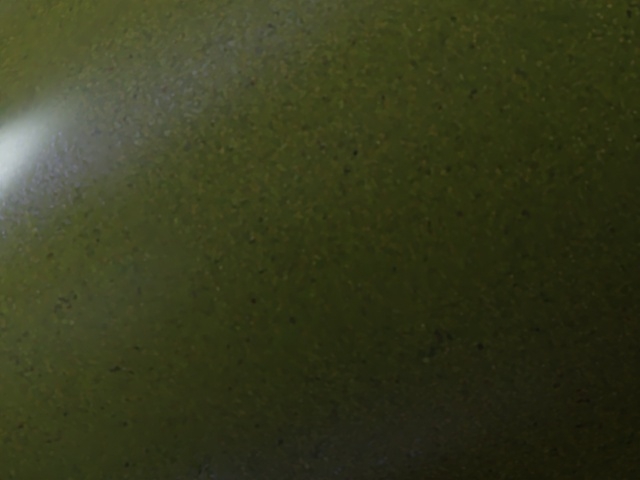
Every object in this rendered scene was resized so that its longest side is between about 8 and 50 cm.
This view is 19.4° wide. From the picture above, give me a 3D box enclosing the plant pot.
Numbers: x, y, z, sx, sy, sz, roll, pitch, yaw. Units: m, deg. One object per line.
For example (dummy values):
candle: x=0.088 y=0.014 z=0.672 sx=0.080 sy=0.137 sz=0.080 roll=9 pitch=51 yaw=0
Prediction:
plant pot: x=0.000 y=0.000 z=0.644 sx=0.353 sy=0.366 sz=0.366 roll=-27 pitch=12 yaw=-2
